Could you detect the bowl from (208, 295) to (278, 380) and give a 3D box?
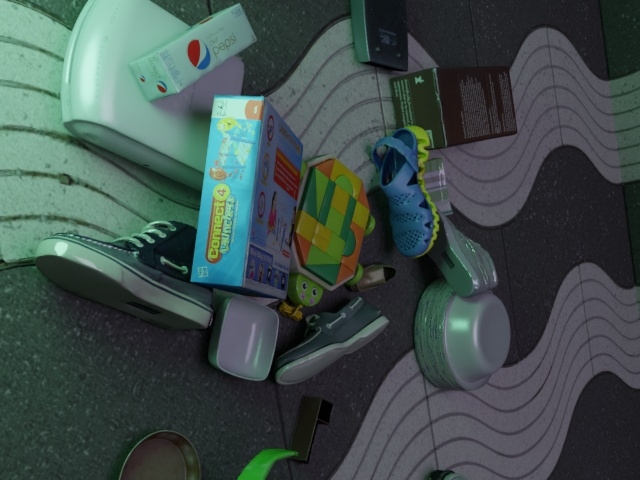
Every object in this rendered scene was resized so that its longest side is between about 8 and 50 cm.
[{"bbox_3d":[-0.147,0.181,1.454,0.142,0.053,0.142,28,65,-44],"label":"bowl"}]

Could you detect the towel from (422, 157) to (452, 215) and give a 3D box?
[{"bbox_3d":[0.291,-0.131,2.015,0.113,0.023,0.151,-17,99,-49],"label":"towel"}]

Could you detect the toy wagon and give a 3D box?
[{"bbox_3d":[0.000,0.000,1.630,0.267,0.068,0.344,35,61,-42],"label":"toy wagon"}]

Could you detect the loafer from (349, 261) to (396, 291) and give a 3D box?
[{"bbox_3d":[0.117,0.077,1.772,0.148,0.050,0.056,-22,103,-48],"label":"loafer"}]

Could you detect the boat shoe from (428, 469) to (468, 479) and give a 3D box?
[{"bbox_3d":[0.306,0.703,1.899,0.114,0.091,0.302,9,81,-29],"label":"boat shoe"}]

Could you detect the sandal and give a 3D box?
[{"bbox_3d":[0.183,-0.115,1.824,0.138,0.126,0.317,4,74,-48],"label":"sandal"}]

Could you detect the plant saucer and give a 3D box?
[{"bbox_3d":[-0.270,0.397,1.309,0.168,0.029,0.168,5,83,-50],"label":"plant saucer"}]

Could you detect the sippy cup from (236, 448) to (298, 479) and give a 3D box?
[{"bbox_3d":[-0.072,0.537,1.394,0.224,0.240,0.305,-4,128,-60],"label":"sippy cup"}]

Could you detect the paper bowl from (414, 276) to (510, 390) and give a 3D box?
[{"bbox_3d":[0.368,0.231,1.978,0.284,0.148,0.284,7,81,-50],"label":"paper bowl"}]

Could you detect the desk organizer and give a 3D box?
[{"bbox_3d":[-0.018,0.379,1.585,0.047,0.050,0.130,36,61,-42],"label":"desk organizer"}]

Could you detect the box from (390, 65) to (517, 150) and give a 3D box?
[{"bbox_3d":[0.347,-0.336,2.015,0.381,0.143,0.191,-15,98,-51],"label":"box"}]

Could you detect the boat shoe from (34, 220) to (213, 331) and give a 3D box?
[{"bbox_3d":[-0.294,0.025,1.262,0.340,0.127,0.158,37,53,-50],"label":"boat shoe"}]

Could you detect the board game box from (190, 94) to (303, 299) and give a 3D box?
[{"bbox_3d":[-0.116,-0.060,1.368,0.308,0.086,0.301,40,56,-77],"label":"board game box"}]

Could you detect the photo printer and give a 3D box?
[{"bbox_3d":[-0.275,-0.249,1.305,0.308,0.107,0.255,26,67,-45],"label":"photo printer"}]

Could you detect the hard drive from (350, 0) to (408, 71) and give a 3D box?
[{"bbox_3d":[0.136,-0.526,1.850,0.172,0.054,0.254,-1,87,-50],"label":"hard drive"}]

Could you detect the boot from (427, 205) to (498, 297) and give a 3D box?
[{"bbox_3d":[0.333,0.020,1.940,0.123,0.095,0.258,-8,65,-45],"label":"boot"}]

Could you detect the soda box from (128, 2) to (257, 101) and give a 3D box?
[{"bbox_3d":[-0.198,-0.301,1.261,0.216,0.074,0.069,-46,118,-42],"label":"soda box"}]

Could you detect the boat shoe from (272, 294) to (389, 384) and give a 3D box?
[{"bbox_3d":[0.007,0.197,1.619,0.319,0.116,0.099,-21,66,-43],"label":"boat shoe"}]
